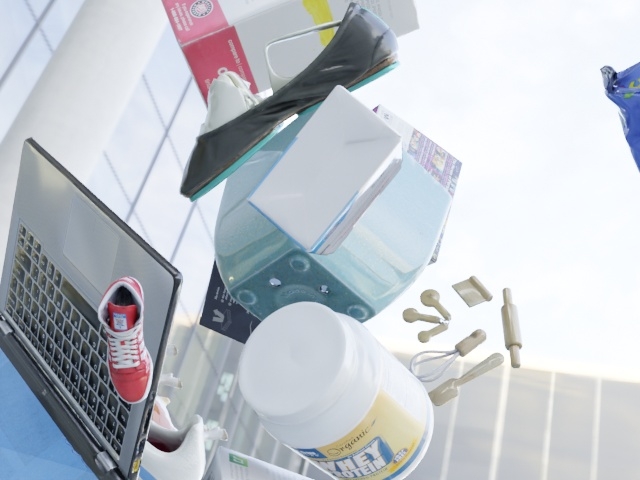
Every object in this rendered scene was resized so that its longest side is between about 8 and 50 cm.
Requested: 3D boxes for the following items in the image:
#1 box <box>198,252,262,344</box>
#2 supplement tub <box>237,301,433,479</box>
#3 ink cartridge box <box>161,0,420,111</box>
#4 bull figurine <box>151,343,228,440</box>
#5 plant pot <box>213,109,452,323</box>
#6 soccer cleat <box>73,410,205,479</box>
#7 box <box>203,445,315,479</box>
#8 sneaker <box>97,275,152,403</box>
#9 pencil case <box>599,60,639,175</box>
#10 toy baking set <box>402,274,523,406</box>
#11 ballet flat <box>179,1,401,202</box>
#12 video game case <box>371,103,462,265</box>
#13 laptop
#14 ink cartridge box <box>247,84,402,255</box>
[{"bbox_3d":[-0.115,0.097,1.537,0.158,0.093,0.155,22,-68,15],"label":"box"},{"bbox_3d":[0.018,0.163,0.903,0.144,0.144,0.199,-8,-35,30],"label":"supplement tub"},{"bbox_3d":[-0.063,-0.414,1.442,0.385,0.279,0.160,-22,-40,-2],"label":"ink cartridge box"},{"bbox_3d":[-0.285,0.329,1.497,0.310,0.188,0.101,59,-35,12],"label":"bull figurine"},{"bbox_3d":[0.000,0.000,1.185,0.247,0.252,0.248,41,-51,-20],"label":"plant pot"},{"bbox_3d":[-0.319,0.267,1.189,0.331,0.116,0.143,12,-75,-11],"label":"soccer cleat"},{"bbox_3d":[0.041,0.321,0.844,0.322,0.058,0.232,22,6,-10],"label":"box"},{"bbox_3d":[-0.176,0.091,0.784,0.042,0.118,0.067,-6,-4,-8],"label":"sneaker"},{"bbox_3d":[0.355,-0.032,0.801,0.119,0.133,0.306,-12,-74,27],"label":"pencil case"},{"bbox_3d":[0.239,0.165,1.441,0.197,0.256,0.030,-8,-44,6],"label":"toy baking set"},{"bbox_3d":[-0.050,-0.153,0.913,0.280,0.095,0.096,-33,-81,4],"label":"ballet flat"},{"bbox_3d":[0.148,-0.100,1.568,0.210,0.232,0.042,31,-31,-21],"label":"video game case"},{"bbox_3d":[-0.386,0.137,0.977,0.382,0.236,0.407,35,-63,40],"label":"laptop"},{"bbox_3d":[0.010,-0.046,0.672,0.060,0.104,0.180,39,2,5],"label":"ink cartridge box"}]
